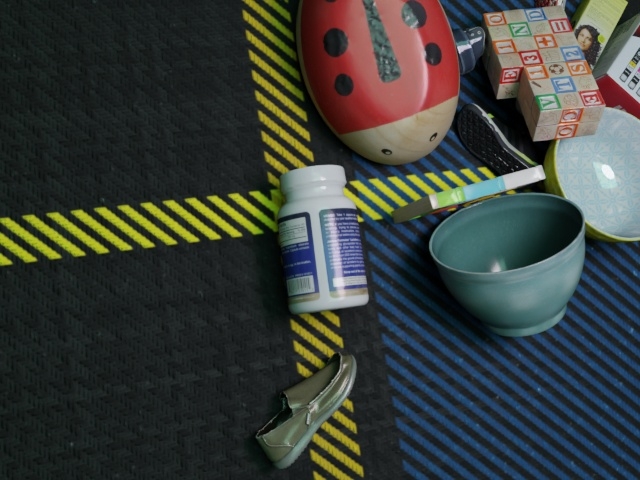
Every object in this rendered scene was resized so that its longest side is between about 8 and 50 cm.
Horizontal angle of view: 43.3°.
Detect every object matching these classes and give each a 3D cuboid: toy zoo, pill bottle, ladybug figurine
[{"bbox_3d":[0.308,-0.095,1.597,0.293,0.192,0.030,-15,88,-18],"label":"toy zoo"},{"bbox_3d":[0.000,0.000,1.513,0.153,0.153,0.264,-5,84,-17],"label":"pill bottle"},{"bbox_3d":[0.111,-0.360,1.547,0.305,0.162,0.449,-22,99,3],"label":"ladybug figurine"}]

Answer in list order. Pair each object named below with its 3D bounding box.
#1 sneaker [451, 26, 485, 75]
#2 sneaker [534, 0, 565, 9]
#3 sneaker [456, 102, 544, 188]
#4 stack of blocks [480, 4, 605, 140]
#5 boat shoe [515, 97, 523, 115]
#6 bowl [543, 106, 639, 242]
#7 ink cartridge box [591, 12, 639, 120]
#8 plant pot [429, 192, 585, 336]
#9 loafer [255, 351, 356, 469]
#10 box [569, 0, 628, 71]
[{"bbox_3d":[0.243,-0.438,1.674,0.164,0.086,0.226,-28,100,-8],"label":"sneaker"},{"bbox_3d":[0.544,-0.582,1.793,0.093,0.088,0.225,17,80,-18],"label":"sneaker"},{"bbox_3d":[0.386,-0.206,1.710,0.234,0.084,0.097,46,49,-7],"label":"sneaker"},{"bbox_3d":[0.442,-0.342,1.640,0.171,0.087,0.297,-7,55,-2],"label":"stack of blocks"},{"bbox_3d":[0.469,-0.362,1.750,0.066,0.063,0.184,23,77,-12],"label":"boat shoe"},{"bbox_3d":[0.576,-0.117,1.692,0.290,0.156,0.289,5,73,-17],"label":"bowl"},{"bbox_3d":[0.738,-0.300,1.788,0.309,0.130,0.271,38,75,-9],"label":"ink cartridge box"},{"bbox_3d":[0.377,0.062,1.571,0.293,0.293,0.196,-28,118,-18],"label":"plant pot"},{"bbox_3d":[-0.027,0.301,1.492,0.087,0.094,0.251,41,73,-12],"label":"loafer"},{"bbox_3d":[0.603,-0.471,1.809,0.087,0.058,0.232,32,74,-10],"label":"box"}]
